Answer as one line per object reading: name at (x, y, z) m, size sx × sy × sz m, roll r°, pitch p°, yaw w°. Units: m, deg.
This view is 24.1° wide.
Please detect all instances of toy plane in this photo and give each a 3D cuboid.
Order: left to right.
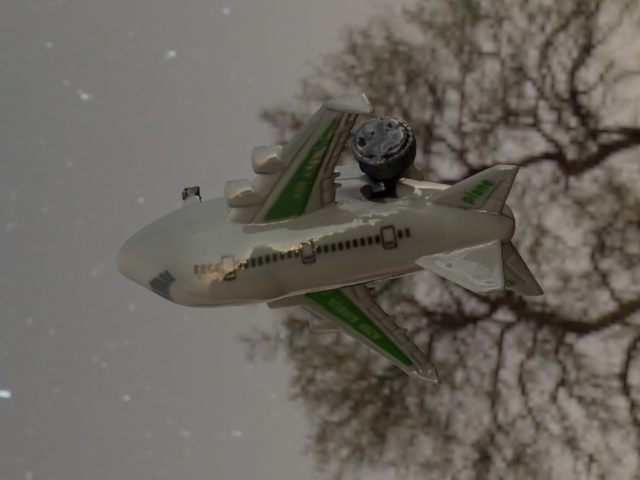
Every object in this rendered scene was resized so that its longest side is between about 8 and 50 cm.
toy plane at (0.001, -0.004, 0.905) m, size 0.251 × 0.255 × 0.101 m, roll 72°, pitch -158°, yaw -47°
